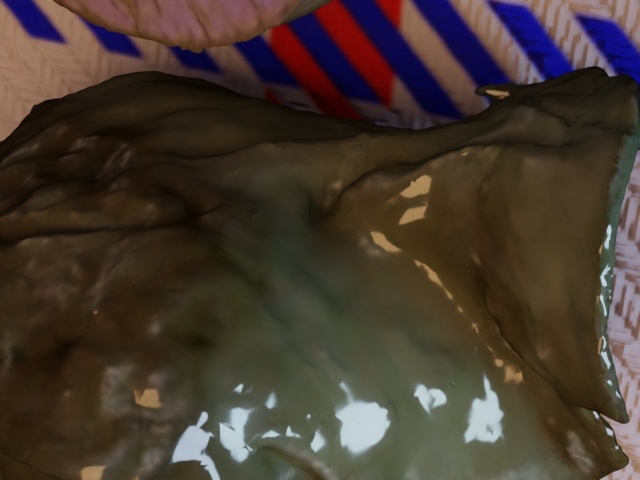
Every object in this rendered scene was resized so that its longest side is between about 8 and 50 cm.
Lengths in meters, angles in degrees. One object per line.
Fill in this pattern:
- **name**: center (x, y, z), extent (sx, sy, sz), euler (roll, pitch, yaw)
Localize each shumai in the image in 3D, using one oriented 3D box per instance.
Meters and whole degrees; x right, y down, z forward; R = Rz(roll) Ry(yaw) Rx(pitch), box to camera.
- **shumai**: center (0.000, 0.000, 0.848), extent (0.292, 0.330, 0.288), euler (33, 102, -37)

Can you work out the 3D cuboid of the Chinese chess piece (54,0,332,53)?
- **Chinese chess piece**: center (-0.069, -0.211, 0.777), extent (0.270, 0.112, 0.270), euler (23, 138, 23)
